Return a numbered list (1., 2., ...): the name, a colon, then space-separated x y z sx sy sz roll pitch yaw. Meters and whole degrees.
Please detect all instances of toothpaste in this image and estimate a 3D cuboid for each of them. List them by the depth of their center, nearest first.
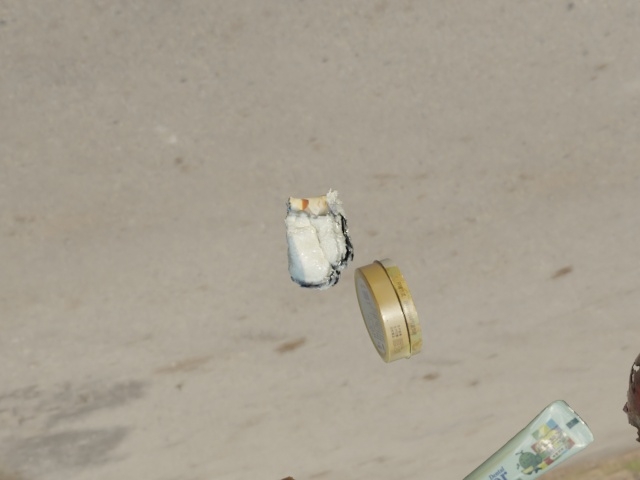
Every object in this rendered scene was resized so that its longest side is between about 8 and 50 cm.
1. toothpaste: 0.220 0.290 1.257 0.255 0.067 0.037 -43 179 22

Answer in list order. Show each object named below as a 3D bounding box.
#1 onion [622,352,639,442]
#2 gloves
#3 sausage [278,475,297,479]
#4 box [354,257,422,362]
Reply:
1. onion: 0.749 0.321 1.929 0.341 0.341 0.341 -16 158 -7
2. gloves: 0.000 0.001 1.593 0.114 0.153 0.070 -8 170 17
3. sausage: -0.152 0.586 2.104 0.302 0.076 0.103 -33 127 -15
4. box: 0.067 0.071 1.031 0.037 0.105 0.105 -17 158 -9
